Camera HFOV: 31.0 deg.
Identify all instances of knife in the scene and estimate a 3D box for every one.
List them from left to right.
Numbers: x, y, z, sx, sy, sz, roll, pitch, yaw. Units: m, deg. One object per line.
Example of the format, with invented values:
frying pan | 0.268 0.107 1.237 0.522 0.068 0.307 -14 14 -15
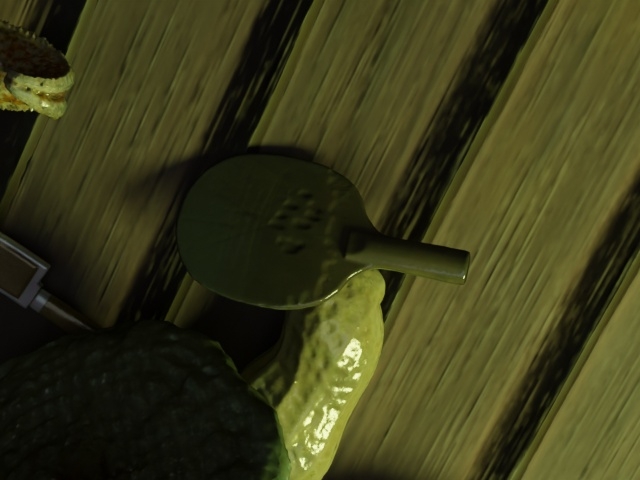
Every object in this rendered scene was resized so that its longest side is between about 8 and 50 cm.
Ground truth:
knife | -0.242 0.032 0.955 0.256 0.022 0.046 36 113 -7

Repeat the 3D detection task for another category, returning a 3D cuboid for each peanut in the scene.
peanut | -0.009 0.110 0.943 0.098 0.090 0.214 31 102 22

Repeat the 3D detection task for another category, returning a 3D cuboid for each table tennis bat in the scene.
table tennis bat | 0.000 0.000 0.903 0.234 0.022 0.131 12 68 11

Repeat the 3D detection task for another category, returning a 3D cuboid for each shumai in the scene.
shumai | -0.126 0.242 0.894 0.304 0.309 0.263 -7 138 19

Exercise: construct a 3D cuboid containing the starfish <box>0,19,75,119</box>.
starfish | -0.336 -0.161 0.863 0.312 0.113 0.303 -43 94 12
